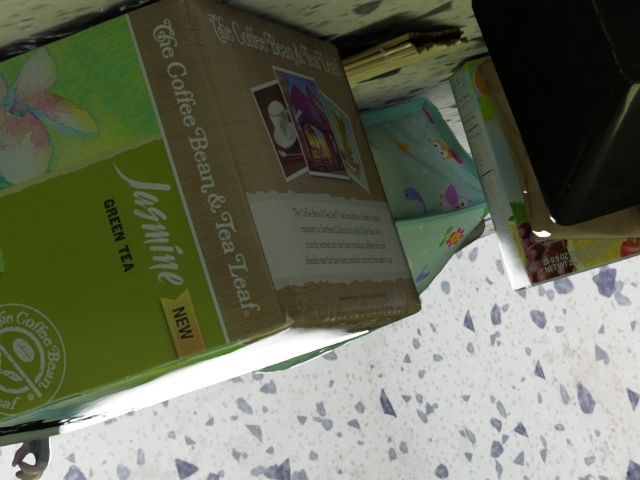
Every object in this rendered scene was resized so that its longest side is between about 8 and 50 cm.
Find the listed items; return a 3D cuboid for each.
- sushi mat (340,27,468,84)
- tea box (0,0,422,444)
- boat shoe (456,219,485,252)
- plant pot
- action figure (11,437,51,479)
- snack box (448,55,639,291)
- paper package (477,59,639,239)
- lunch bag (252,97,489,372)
[{"bbox_3d":[-0.043,-0.107,1.563,0.316,0.019,0.151,-19,-179,24],"label":"sushi mat"},{"bbox_3d":[-0.143,0.000,1.330,0.323,0.220,0.329,-20,174,16],"label":"tea box"},{"bbox_3d":[0.003,-0.019,2.095,0.355,0.130,0.132,-9,169,-16],"label":"boat shoe"},{"bbox_3d":[0.224,-0.143,1.317,0.188,0.187,0.167,-16,162,-7],"label":"plant pot"},{"bbox_3d":[-0.350,0.073,1.649,0.248,0.276,0.370,0,-169,17],"label":"action figure"},{"bbox_3d":[0.229,-0.077,1.755,0.174,0.207,0.070,-17,175,-13],"label":"snack box"},{"bbox_3d":[0.335,-0.125,1.584,0.324,0.168,0.309,-20,-177,-13],"label":"paper package"},{"bbox_3d":[0.000,0.000,1.829,0.262,0.160,0.223,-18,154,-41],"label":"lunch bag"}]
